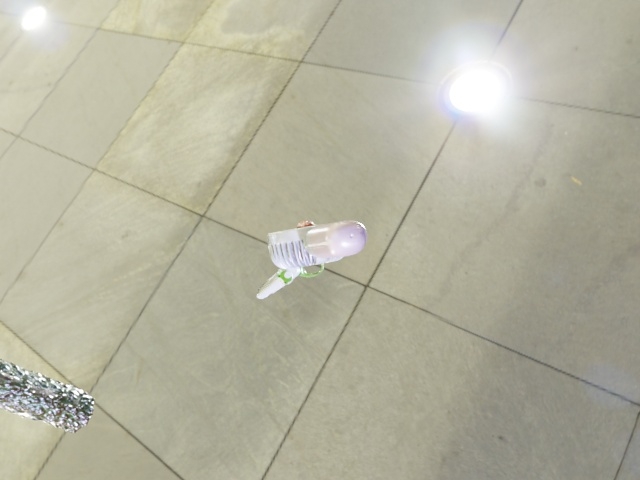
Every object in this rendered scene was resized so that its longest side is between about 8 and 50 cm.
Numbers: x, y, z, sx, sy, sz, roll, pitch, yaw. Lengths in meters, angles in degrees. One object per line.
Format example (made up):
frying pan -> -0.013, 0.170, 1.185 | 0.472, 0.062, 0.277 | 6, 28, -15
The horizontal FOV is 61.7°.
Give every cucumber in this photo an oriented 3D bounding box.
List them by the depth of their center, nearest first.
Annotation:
cucumber -> -0.614, 0.294, 1.069 | 0.096, 0.359, 0.096 | -14, 52, 19

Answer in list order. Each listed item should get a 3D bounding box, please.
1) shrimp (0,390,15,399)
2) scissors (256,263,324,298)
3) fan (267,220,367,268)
shrimp -> -0.438, 0.217, 0.592 | 0.073, 0.075, 0.190 | 34, 46, 30
scissors -> -0.089, 0.087, 1.384 | 0.204, 0.101, 0.027 | -37, 13, 18
fan -> 0.000, 0.000, 0.828 | 0.130, 0.244, 0.074 | -8, 89, -22
